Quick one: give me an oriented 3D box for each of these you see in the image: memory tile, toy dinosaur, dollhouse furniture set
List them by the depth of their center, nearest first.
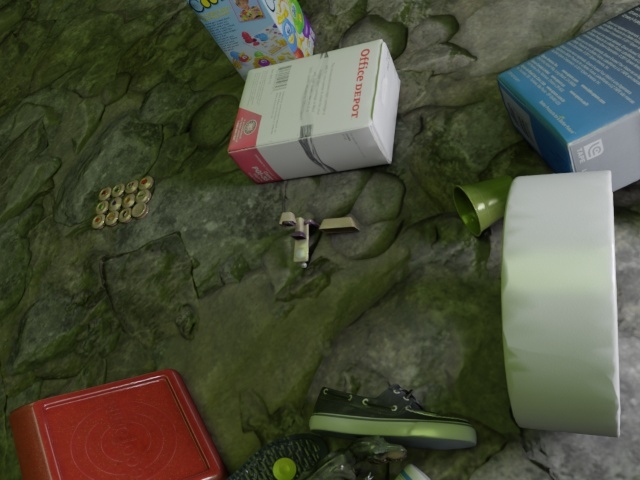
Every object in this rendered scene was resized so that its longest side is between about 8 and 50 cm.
[{"bbox_3d":[-0.007,0.320,0.739,0.268,0.118,0.064,-35,51,4],"label":"toy dinosaur"},{"bbox_3d":[0.000,0.000,0.969,0.114,0.091,0.081,-4,74,22],"label":"dollhouse furniture set"},{"bbox_3d":[-0.430,-0.082,1.276,0.148,0.012,0.113,-12,56,20],"label":"memory tile"}]

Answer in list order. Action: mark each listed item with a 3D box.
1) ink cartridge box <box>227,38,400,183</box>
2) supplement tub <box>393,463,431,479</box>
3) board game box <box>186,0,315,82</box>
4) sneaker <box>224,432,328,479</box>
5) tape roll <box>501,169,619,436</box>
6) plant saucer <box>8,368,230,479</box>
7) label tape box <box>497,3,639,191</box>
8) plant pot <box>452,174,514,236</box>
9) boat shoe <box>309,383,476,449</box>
[{"bbox_3d":[-0.007,-0.231,1.084,0.283,0.117,0.207,-5,59,25],"label":"ink cartridge box"},{"bbox_3d":[0.099,0.332,0.708,0.107,0.071,0.071,-47,51,-7],"label":"supplement tub"},{"bbox_3d":[-0.135,-0.456,1.190,0.144,0.275,0.142,-7,58,23],"label":"board game box"},{"bbox_3d":[-0.083,0.337,0.804,0.209,0.082,0.069,-31,63,-18],"label":"sneaker"},{"bbox_3d":[0.272,0.065,0.651,0.100,0.286,0.286,-3,60,27],"label":"tape roll"},{"bbox_3d":[-0.278,0.292,0.834,0.259,0.047,0.258,-9,41,-33],"label":"plant saucer"},{"bbox_3d":[0.457,-0.221,0.805,0.348,0.115,0.249,-24,34,10],"label":"label tape box"},{"bbox_3d":[0.252,-0.060,0.877,0.079,0.083,0.083,-25,52,-4],"label":"plant pot"},{"bbox_3d":[0.092,0.227,0.779,0.229,0.080,0.076,-7,59,32],"label":"boat shoe"}]
